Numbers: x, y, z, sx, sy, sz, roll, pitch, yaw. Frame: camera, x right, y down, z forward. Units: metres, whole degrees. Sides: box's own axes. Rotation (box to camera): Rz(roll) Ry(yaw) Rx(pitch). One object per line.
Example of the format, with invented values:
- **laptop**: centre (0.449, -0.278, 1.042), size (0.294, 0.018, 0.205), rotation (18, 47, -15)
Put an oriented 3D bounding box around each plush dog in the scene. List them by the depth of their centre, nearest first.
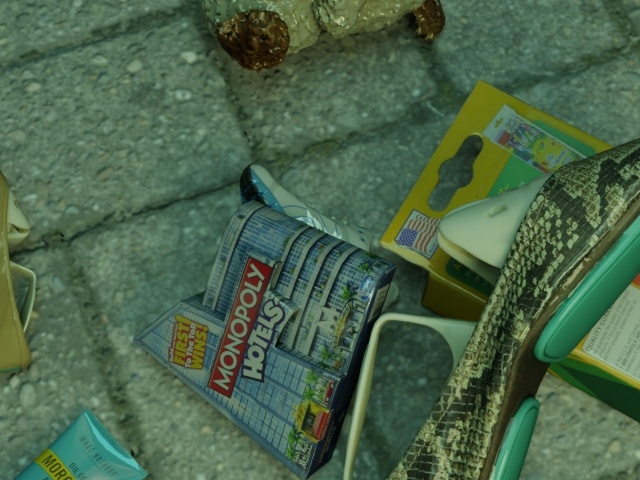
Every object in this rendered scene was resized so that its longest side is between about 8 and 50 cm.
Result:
- **plush dog**: centre (-0.009, -0.257, 1.291), size (0.226, 0.210, 0.262), rotation (-19, 39, 5)

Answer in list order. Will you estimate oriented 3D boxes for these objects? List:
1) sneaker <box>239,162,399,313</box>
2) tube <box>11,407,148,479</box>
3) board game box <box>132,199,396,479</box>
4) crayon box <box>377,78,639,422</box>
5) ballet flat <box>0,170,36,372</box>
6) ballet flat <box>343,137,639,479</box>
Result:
- **sneaker**: centre (0.000, 0.000, 1.221), size (0.083, 0.071, 0.190), rotation (-34, 80, -22)
- **tube**: centre (-0.251, 0.235, 1.118), size (0.207, 0.052, 0.080), rotation (-39, 82, -23)
- **board game box**: centre (-0.057, 0.074, 1.141), size (0.194, 0.060, 0.194), rotation (24, 109, 18)
- **crayon box**: centre (0.237, 0.016, 1.206), size (0.323, 0.083, 0.203), rotation (29, 69, 10)
- **ballet flat**: centre (-0.298, 0.014, 1.207), size (0.073, 0.080, 0.232), rotation (7, 66, -30)
- **ballet flat**: centre (0.132, 0.087, 1.071), size (0.182, 0.164, 0.482), rotation (29, 94, 20)
